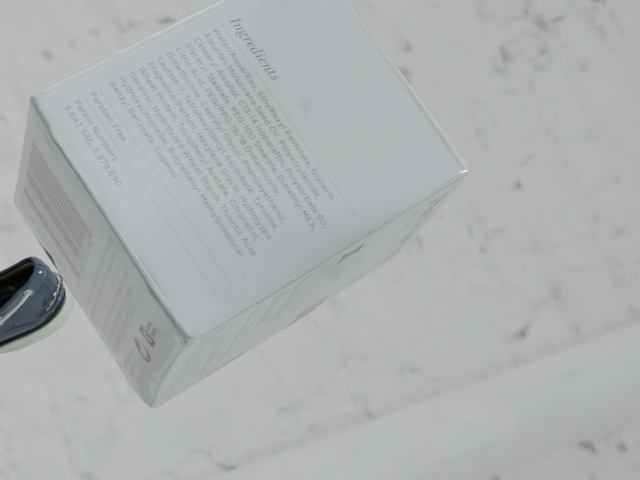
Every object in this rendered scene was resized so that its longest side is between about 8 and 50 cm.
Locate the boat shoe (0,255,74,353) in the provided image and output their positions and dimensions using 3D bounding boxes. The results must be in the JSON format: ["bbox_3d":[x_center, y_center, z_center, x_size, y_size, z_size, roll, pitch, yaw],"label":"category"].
[{"bbox_3d":[-0.378,0.096,1.540,0.079,0.254,0.095,59,11,-45],"label":"boat shoe"}]

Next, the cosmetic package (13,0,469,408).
[{"bbox_3d":[-0.049,-0.030,0.830,0.151,0.184,0.151,56,-22,9],"label":"cosmetic package"}]
